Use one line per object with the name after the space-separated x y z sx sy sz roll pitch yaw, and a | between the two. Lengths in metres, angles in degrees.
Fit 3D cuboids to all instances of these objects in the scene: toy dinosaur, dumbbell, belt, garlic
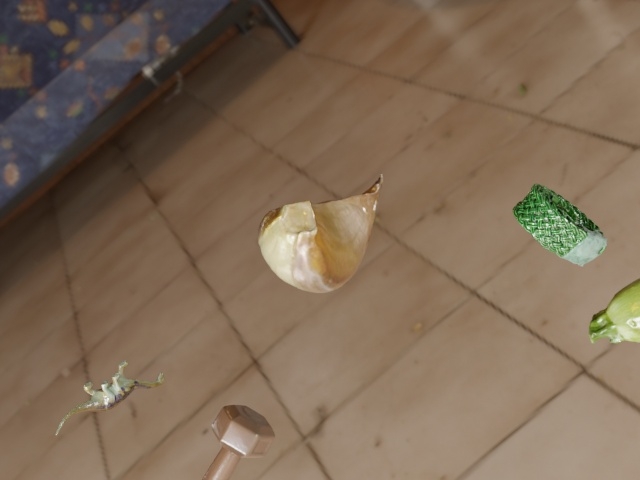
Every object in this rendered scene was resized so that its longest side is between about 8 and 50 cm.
-0.298 0.210 1.494 0.180 0.058 0.037 -21 13 -28 | toy dinosaur
-0.155 0.354 1.584 0.082 0.092 0.231 34 97 31 | dumbbell
0.363 -0.016 1.645 0.079 0.151 0.121 -53 18 21 | belt
-0.008 -0.004 1.333 0.115 0.128 0.207 1 15 30 | garlic

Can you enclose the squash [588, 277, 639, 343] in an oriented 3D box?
0.457 0.040 1.095 0.371 0.118 0.118 -11 29 12 | squash
